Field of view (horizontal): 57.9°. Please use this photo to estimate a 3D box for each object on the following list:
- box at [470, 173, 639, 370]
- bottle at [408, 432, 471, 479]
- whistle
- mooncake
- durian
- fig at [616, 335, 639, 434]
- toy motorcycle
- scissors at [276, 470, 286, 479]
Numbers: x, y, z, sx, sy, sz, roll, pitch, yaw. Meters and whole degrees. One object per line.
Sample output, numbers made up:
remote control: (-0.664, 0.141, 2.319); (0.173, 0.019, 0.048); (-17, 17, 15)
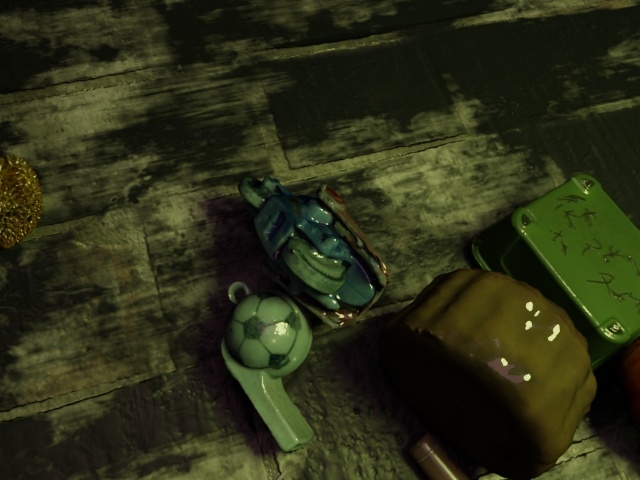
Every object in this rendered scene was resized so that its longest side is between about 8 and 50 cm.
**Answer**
box: (0.471, 0.052, 1.067); (0.253, 0.177, 0.328); (-30, 70, -16)
bottle: (0.206, 0.385, 0.948); (0.053, 0.053, 0.140); (-35, 72, -20)
whistle: (-0.069, 0.186, 0.966); (0.164, 0.163, 0.289); (-32, 73, -19)
mooncake: (0.257, 0.198, 0.900); (0.324, 0.324, 0.187); (43, 63, 15)
durian: (-0.589, -0.067, 1.055); (0.158, 0.137, 0.168); (-19, 80, 7)
fig: (0.618, 0.247, 0.957); (0.263, 0.224, 0.224); (-34, 72, -17)
toy motorcycle: (-0.017, 0.017, 1.010); (0.182, 0.241, 0.319); (-33, 45, -2)
scissors: (-0.081, 0.409, 0.935); (0.036, 0.006, 0.083); (36, 66, 10)
